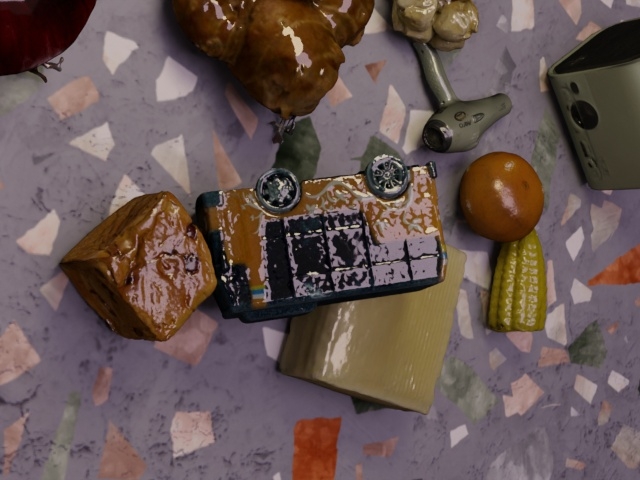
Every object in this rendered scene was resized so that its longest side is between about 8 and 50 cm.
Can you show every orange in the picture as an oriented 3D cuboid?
[{"bbox_3d":[0.304,-0.073,1.831,0.156,0.124,0.156,16,63,-35],"label":"orange"}]

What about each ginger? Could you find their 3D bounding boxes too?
[{"bbox_3d":[-0.059,-0.358,1.535,0.274,0.152,0.358,28,66,-4],"label":"ginger"}]

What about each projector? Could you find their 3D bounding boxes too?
[{"bbox_3d":[0.596,-0.257,1.975,0.248,0.248,0.249,-38,112,-31],"label":"projector"}]

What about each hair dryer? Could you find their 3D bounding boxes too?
[{"bbox_3d":[0.239,-0.252,1.825,0.219,0.088,0.225,0,75,-45],"label":"hair dryer"}]

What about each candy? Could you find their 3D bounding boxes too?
[{"bbox_3d":[0.349,0.063,1.883,0.106,0.094,0.199,14,79,-49],"label":"candy"}]

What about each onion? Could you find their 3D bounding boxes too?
[{"bbox_3d":[-0.387,-0.304,1.264,0.273,0.285,0.273,2,67,-5],"label":"onion"}]

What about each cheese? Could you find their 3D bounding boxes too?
[{"bbox_3d":[0.086,0.110,1.661,0.242,0.124,0.266,24,76,-37],"label":"cheese"}]

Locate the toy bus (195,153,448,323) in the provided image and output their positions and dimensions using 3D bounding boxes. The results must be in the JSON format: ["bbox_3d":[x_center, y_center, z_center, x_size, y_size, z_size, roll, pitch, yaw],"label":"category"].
[{"bbox_3d":[0.000,0.000,1.487,0.323,0.162,0.194,-8,84,-11],"label":"toy bus"}]

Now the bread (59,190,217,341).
[{"bbox_3d":[-0.231,0.033,1.396,0.143,0.158,0.149,-44,117,-24],"label":"bread"}]

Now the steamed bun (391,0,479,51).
[{"bbox_3d":[0.182,-0.410,1.727,0.192,0.106,0.178,15,69,-30],"label":"steamed bun"}]

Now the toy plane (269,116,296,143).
[{"bbox_3d":[-0.045,-0.199,1.605,0.031,0.049,0.121,23,94,-35],"label":"toy plane"}]
